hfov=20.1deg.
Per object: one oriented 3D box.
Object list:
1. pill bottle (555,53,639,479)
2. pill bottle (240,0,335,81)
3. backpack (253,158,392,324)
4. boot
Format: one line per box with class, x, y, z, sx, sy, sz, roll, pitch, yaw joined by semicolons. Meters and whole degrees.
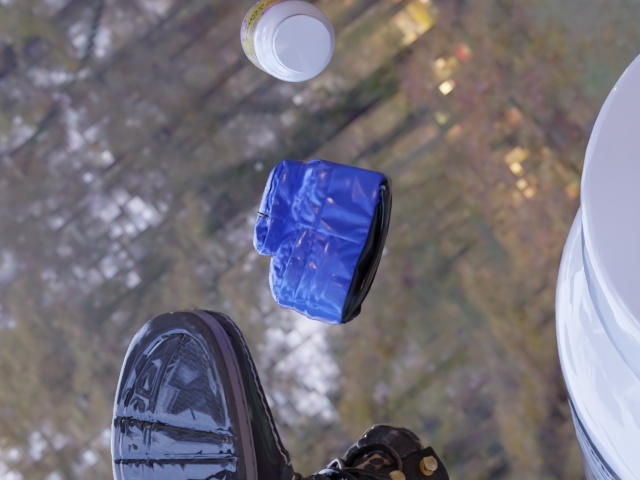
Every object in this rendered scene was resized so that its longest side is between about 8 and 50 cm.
pill bottle;0.210;0.053;0.770;0.210;0.210;0.363;55;176;27
pill bottle;-0.017;-0.108;0.969;0.043;0.043;0.083;50;178;-14
backpack;0.000;0.000;1.373;0.101;0.120;0.098;13;-178;10
boot;-0.018;0.214;1.512;0.284;0.138;0.377;-21;-79;-51
